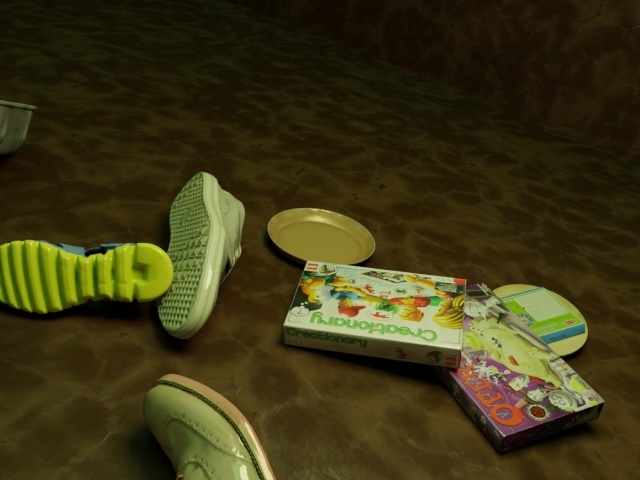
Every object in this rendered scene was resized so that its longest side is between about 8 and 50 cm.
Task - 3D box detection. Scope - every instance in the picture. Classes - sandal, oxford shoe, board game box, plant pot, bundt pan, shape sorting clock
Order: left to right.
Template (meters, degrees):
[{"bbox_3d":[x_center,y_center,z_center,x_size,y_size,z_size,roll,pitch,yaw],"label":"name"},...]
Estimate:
[{"bbox_3d":[-0.790,-0.254,1.534,0.331,0.124,0.331,7,7,-1],"label":"bundt pan"},{"bbox_3d":[-0.415,0.058,1.235,0.318,0.126,0.138,3,3,-8],"label":"sandal"},{"bbox_3d":[-0.209,0.023,1.332,0.130,0.169,0.449,40,21,-26],"label":"oxford shoe"},{"bbox_3d":[-0.133,0.311,0.865,0.147,0.140,0.397,-21,41,-33],"label":"oxford shoe"},{"bbox_3d":[0.000,0.000,1.546,0.237,0.032,0.236,10,30,-6],"label":"plant pot"},{"bbox_3d":[0.103,0.127,1.279,0.306,0.053,0.193,6,36,9],"label":"board game box"},{"bbox_3d":[0.301,0.207,1.261,0.208,0.056,0.347,-15,38,-20],"label":"board game box"},{"bbox_3d":[0.426,0.159,1.417,0.206,0.040,0.206,3,33,-2],"label":"shape sorting clock"}]
